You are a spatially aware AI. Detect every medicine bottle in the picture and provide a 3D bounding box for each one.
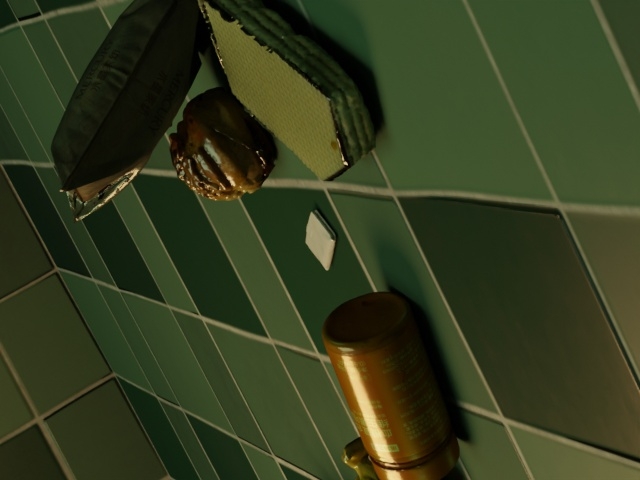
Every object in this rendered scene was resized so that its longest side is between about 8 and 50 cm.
[{"bbox_3d":[0.073,0.153,1.788,0.096,0.096,0.192,35,150,55],"label":"medicine bottle"}]

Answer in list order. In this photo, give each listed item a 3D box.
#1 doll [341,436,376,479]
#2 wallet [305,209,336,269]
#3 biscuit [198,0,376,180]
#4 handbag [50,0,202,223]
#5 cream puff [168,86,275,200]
[{"bbox_3d":[0.157,0.354,1.892,0.365,0.094,0.160,48,163,36],"label":"doll"},{"bbox_3d":[0.000,0.000,1.884,0.044,0.011,0.083,55,163,16],"label":"wallet"},{"bbox_3d":[-0.025,-0.145,1.642,0.252,0.052,0.150,44,161,45],"label":"biscuit"},{"bbox_3d":[-0.204,-0.148,1.865,0.117,0.270,0.182,27,167,4],"label":"handbag"},{"bbox_3d":[-0.110,-0.096,1.894,0.119,0.104,0.133,44,159,24],"label":"cream puff"}]
